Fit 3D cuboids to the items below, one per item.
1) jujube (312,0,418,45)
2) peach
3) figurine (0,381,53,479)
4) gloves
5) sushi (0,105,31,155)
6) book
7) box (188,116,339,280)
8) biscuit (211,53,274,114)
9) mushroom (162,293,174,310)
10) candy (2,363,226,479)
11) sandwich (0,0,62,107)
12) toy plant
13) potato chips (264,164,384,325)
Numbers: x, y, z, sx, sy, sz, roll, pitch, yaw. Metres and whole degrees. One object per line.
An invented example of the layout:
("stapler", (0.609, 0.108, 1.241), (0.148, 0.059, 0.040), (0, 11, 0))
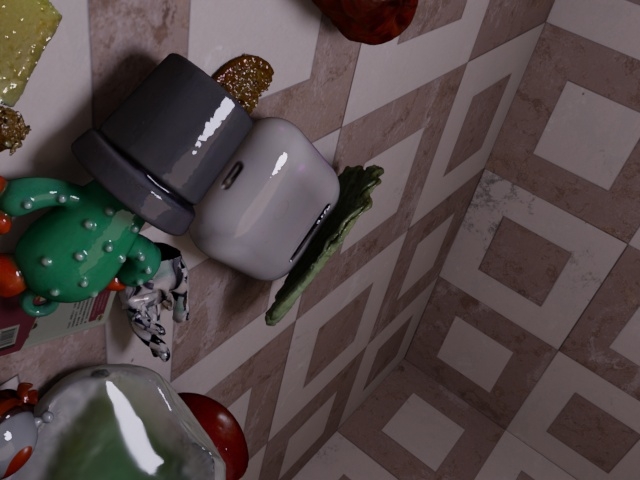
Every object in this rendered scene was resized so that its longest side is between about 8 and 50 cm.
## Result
("jujube", (0.077, -0.441, 1.040), (0.216, 0.216, 0.342), (-58, 170, 3))
("peach", (-0.296, 0.490, 1.387), (0.281, 0.281, 0.338), (-43, 154, -31))
("figurine", (-0.500, 0.309, 0.917), (0.226, 0.160, 0.183), (-57, 160, -24))
("gloves", (-0.296, 0.114, 1.110), (0.128, 0.110, 0.212), (-67, 176, -65))
("sushi", (-0.354, -0.125, 0.690), (0.060, 0.118, 0.062), (-24, 112, -13))
("book", (-0.405, 0.089, 0.954), (0.231, 0.022, 0.162), (-17, 136, -58))
("box", (-0.098, -0.068, 1.220), (0.289, 0.141, 0.349), (-57, 158, -3))
("biscuit", (-0.153, -0.231, 1.041), (0.206, 0.025, 0.126), (-55, 158, -7))
("mushroom", (-0.293, 0.096, 1.200), (0.049, 0.019, 0.101), (-39, 150, -39))
("candy", (-0.384, 0.443, 1.103), (0.427, 0.386, 0.186), (-51, -163, -15))
("sandwich", (-0.347, -0.237, 0.598), (0.163, 0.058, 0.193), (-60, 156, 3))
("toy plant", (-0.268, -0.050, 0.846), (0.400, 0.185, 0.279), (-50, 166, -2))
("potato chips", (0.000, 0.000, 1.414), (0.429, 0.070, 0.358), (-56, -171, 10))
